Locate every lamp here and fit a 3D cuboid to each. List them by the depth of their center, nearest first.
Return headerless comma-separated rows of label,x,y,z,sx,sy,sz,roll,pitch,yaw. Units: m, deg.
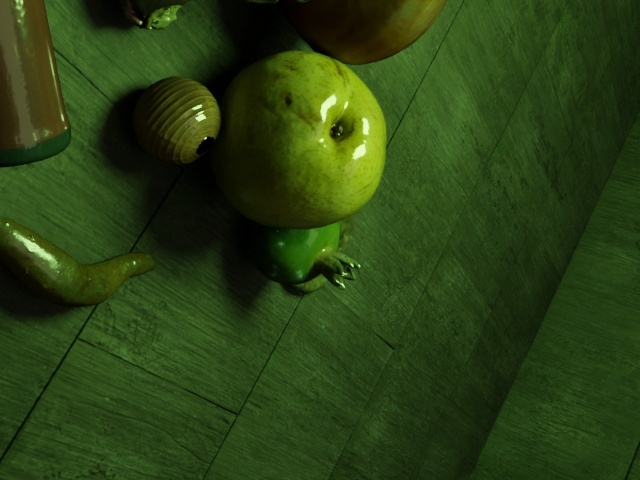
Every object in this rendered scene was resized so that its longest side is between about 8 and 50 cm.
lamp,-0.219,-0.183,1.201,0.136,0.136,0.136,-28,128,-44

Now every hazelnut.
hazelnut,0.079,-0.472,1.275,0.366,0.366,0.365,-28,128,-44

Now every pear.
pear,-0.037,-0.163,1.295,0.314,0.314,0.314,-28,128,-44

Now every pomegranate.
pomegranate,-0.028,0.011,1.474,0.187,0.225,0.187,-39,148,-29

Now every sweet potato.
sweet potato,-0.367,0.045,1.162,0.346,0.079,0.108,21,77,-58

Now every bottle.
bottle,-0.394,-0.264,0.923,0.144,0.144,0.335,-29,126,-44

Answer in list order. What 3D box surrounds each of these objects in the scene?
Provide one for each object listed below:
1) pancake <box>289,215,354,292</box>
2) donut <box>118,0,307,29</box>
pancake,0.001,0.001,1.669,0.236,0.042,0.222,-44,140,-31
donut,-0.133,-0.439,1.067,0.136,0.345,0.259,-86,164,-63
